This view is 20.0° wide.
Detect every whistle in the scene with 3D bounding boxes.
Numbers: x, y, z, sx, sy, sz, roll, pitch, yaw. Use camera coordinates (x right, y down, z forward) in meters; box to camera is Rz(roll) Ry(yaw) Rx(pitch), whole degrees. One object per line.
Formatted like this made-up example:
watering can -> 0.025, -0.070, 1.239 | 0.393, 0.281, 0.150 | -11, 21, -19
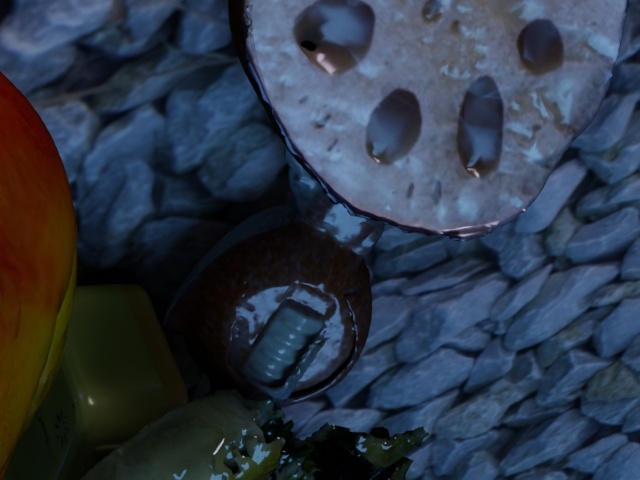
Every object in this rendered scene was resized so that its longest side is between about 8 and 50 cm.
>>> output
whistle -> 0.001, 0.001, 1.333 | 0.142, 0.133, 0.346 | 31, 108, -8

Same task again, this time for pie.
pie -> -0.079, 0.221, 1.345 | 0.296, 0.078, 0.371 | -44, 154, 16

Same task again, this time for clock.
clock -> -0.177, 0.140, 1.349 | 0.096, 0.143, 0.202 | 0, 137, -27

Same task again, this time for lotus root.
lotus root -> 0.054, -0.147, 1.144 | 0.272, 0.192, 0.272 | -4, 106, -14

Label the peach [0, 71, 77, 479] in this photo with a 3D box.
peach -> -0.327, 0.034, 0.985 | 0.388, 0.388, 0.388 | -17, 139, -15
